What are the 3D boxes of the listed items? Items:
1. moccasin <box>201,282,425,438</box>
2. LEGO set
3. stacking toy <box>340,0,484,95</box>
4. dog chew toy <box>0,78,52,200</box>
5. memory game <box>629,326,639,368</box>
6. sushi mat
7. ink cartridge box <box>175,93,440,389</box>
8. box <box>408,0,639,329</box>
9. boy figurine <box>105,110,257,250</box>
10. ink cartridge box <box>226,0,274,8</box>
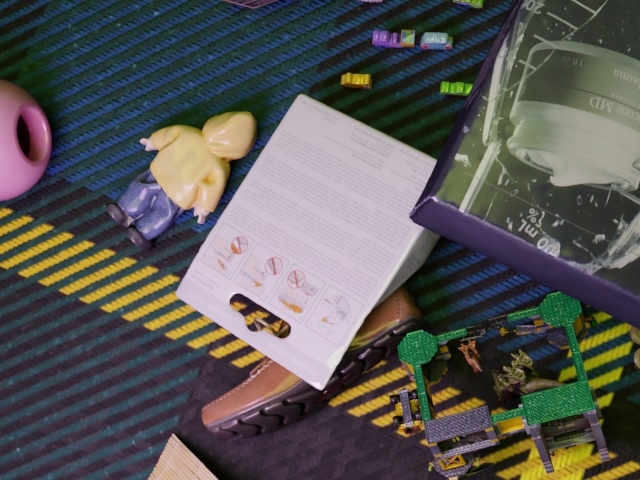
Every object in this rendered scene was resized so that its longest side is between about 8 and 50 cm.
[{"bbox_3d":[-0.025,0.174,1.699,0.380,0.139,0.147,-38,61,9],"label":"moccasin"},{"bbox_3d":[0.281,0.239,1.630,0.331,0.192,0.255,-22,49,6],"label":"LEGO set"},{"bbox_3d":[0.150,-0.322,1.770,0.221,0.052,0.167,6,86,11],"label":"stacking toy"},{"bbox_3d":[-0.625,-0.161,1.851,0.332,0.206,0.206,-5,82,20],"label":"dog chew toy"},{"bbox_3d":[0.557,0.148,1.634,0.186,0.012,0.186,-2,82,12],"label":"memory game"},{"bbox_3d":[-0.180,0.445,1.682,0.316,0.019,0.151,35,93,42],"label":"sushi mat"},{"bbox_3d":[0.000,0.000,1.693,0.308,0.091,0.385,30,86,26],"label":"ink cartridge box"},{"bbox_3d":[0.439,-0.147,1.462,0.480,0.297,0.471,25,87,2],"label":"box"},{"bbox_3d":[-0.224,-0.119,1.803,0.285,0.092,0.177,-44,76,3],"label":"boy figurine"},{"bbox_3d":[-0.077,-0.518,1.782,0.193,0.088,0.234,-6,80,44],"label":"ink cartridge box"}]
